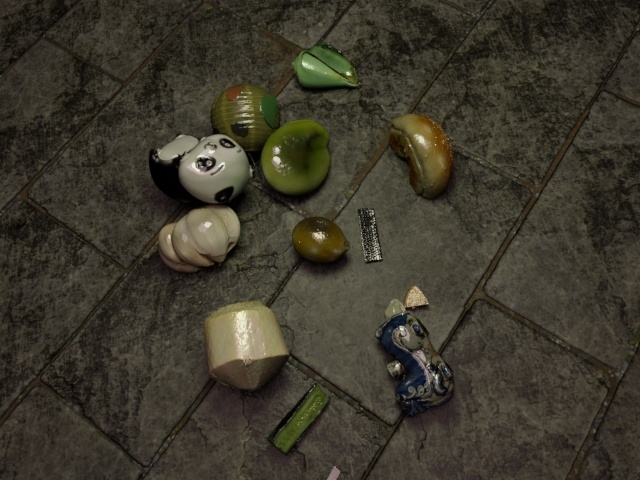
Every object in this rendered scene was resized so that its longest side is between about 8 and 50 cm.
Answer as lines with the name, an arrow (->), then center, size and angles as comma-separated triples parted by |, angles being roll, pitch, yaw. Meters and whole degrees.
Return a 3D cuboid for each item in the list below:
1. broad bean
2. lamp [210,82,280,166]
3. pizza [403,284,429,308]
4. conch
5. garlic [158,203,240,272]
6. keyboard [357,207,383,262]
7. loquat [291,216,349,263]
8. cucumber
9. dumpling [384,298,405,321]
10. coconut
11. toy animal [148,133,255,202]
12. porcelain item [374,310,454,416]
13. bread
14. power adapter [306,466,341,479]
broad bean -> -0.074, -0.284, 1.873 | 0.238, 0.119, 0.291 | 42, 69, -15
lamp -> -0.257, -0.394, 1.902 | 0.250, 0.250, 0.284 | -7, 90, 1
pizza -> 0.303, 0.189, 1.731 | 0.078, 0.025, 0.083 | 25, 79, 18
conch -> 0.019, -0.644, 2.030 | 0.250, 0.137, 0.143 | -6, 67, 1
garlic -> -0.386, 0.001, 1.775 | 0.281, 0.185, 0.203 | -29, 91, -10
keyboard -> 0.164, -0.021, 1.832 | 0.060, 0.018, 0.195 | -7, 68, -2
loquat -> 0.000, 0.000, 1.766 | 0.195, 0.152, 0.152 | 11, 68, 22
cucumber -> -0.065, 0.518, 1.610 | 0.078, 0.062, 0.211 | 47, 69, -15
dumpling -> 0.233, 0.228, 1.715 | 0.052, 0.057, 0.076 | -34, 45, 36
coconut -> -0.220, 0.319, 1.607 | 0.239, 0.239, 0.244 | -17, 67, -3
toy animal -> -0.377, -0.230, 1.804 | 0.310, 0.251, 0.251 | 16, 69, 30
porcelain item -> 0.268, 0.360, 1.620 | 0.186, 0.138, 0.288 | -34, 73, 9
bread -> 0.345, -0.319, 1.846 | 0.171, 0.192, 0.314 | -23, 68, -4
power adapter -> -0.012, 0.721, 1.450 | 0.124, 0.187, 0.255 | 27, 72, 13
